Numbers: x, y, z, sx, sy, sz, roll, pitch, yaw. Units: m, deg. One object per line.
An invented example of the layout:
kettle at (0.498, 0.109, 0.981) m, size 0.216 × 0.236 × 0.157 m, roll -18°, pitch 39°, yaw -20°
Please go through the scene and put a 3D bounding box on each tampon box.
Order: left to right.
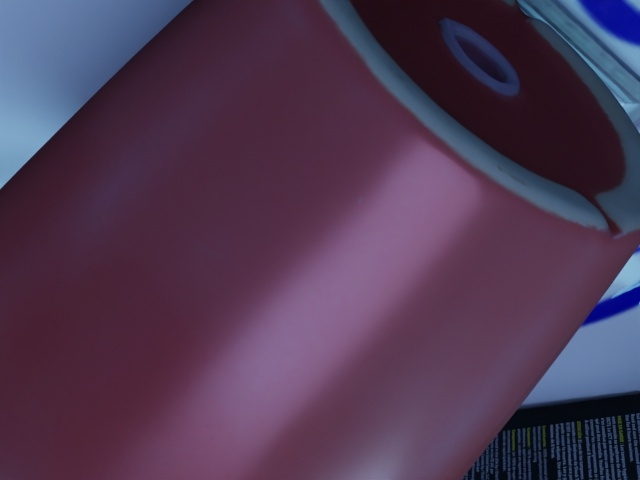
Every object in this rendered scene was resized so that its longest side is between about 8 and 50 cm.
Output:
tampon box at (0.156, 0.185, 0.758) m, size 0.161 × 0.101 × 0.120 m, roll -11°, pitch 131°, yaw 19°

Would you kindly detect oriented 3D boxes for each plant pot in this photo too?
plant pot at (0.000, 0.000, 0.521) m, size 0.275 × 0.275 × 0.243 m, roll 30°, pitch 121°, yaw -18°
